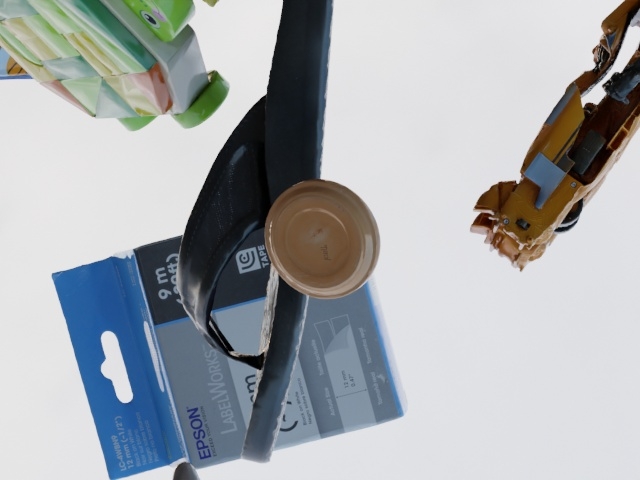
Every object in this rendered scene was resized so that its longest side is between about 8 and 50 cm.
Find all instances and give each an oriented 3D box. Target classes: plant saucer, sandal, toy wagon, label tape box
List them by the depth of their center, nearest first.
[{"bbox_3d":[0.000,0.000,1.315,0.083,0.083,0.013,-13,-170,27],"label":"plant saucer"},{"bbox_3d":[-0.053,-0.049,1.530,0.107,0.445,0.167,5,-174,0],"label":"sandal"},{"bbox_3d":[-0.192,-0.195,1.590,0.068,0.267,0.344,-51,-156,-17],"label":"toy wagon"},{"bbox_3d":[-0.103,0.110,2.087,0.348,0.249,0.115,-15,-179,4],"label":"label tape box"}]

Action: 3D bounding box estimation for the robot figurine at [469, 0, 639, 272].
[{"bbox_3d":[0.251,-0.111,1.780,0.291,0.085,0.211,-54,172,-7],"label":"robot figurine"}]

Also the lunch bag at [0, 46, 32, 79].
[{"bbox_3d":[-0.340,-0.285,1.958,0.303,0.243,0.115,-6,-143,-39],"label":"lunch bag"}]

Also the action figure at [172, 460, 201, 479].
[{"bbox_3d":[-0.139,0.283,1.109,0.330,0.178,0.341,-59,179,-8],"label":"action figure"}]
